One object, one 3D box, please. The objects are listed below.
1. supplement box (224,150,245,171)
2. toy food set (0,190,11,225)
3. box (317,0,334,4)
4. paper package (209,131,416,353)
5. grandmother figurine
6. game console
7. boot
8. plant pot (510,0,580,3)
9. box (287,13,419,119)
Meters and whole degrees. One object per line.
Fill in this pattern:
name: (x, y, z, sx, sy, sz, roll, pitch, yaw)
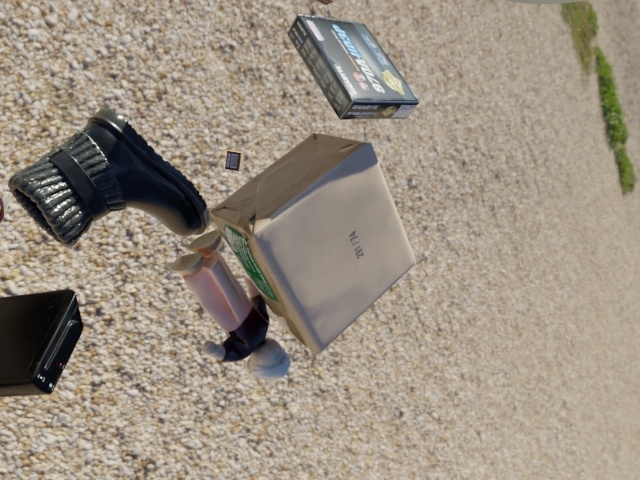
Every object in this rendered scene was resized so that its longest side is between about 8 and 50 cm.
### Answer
supplement box: (-0.240, -0.224, 1.663, 0.083, 0.043, 0.054, -99, -163, -82)
toy food set: (-0.439, -0.027, 0.703, 0.128, 0.071, 0.218, -67, 161, -8)
box: (0.015, -0.647, 1.254, 0.167, 0.169, 0.203, 8, 79, -45)
paper package: (0.000, 0.000, 1.170, 0.309, 0.168, 0.324, -41, 127, -21)
grandmother figurine: (-0.165, 0.158, 1.193, 0.207, 0.104, 0.342, -51, 124, -33)
game console: (-0.407, 0.207, 0.644, 0.361, 0.213, 0.044, -81, 155, -43)
boot: (-0.417, -0.069, 1.208, 0.348, 0.131, 0.260, 46, 55, -20)
plant pot: (0.158, -0.265, 0.300, 0.252, 0.247, 0.247, -20, 98, -15)
box: (0.061, -0.320, 1.103, 0.175, 0.051, 0.220, -10, 62, -39)
